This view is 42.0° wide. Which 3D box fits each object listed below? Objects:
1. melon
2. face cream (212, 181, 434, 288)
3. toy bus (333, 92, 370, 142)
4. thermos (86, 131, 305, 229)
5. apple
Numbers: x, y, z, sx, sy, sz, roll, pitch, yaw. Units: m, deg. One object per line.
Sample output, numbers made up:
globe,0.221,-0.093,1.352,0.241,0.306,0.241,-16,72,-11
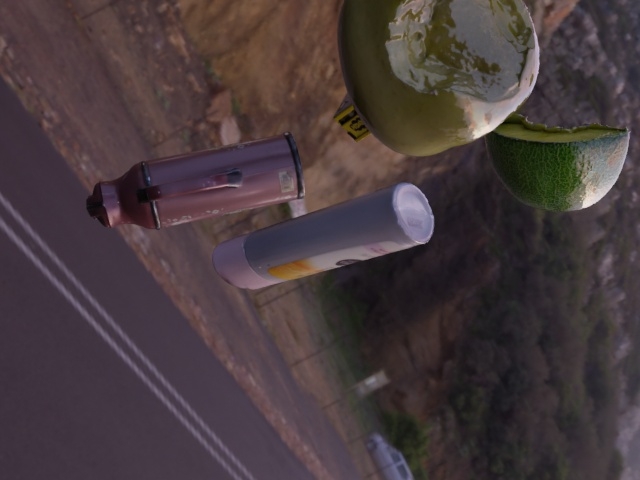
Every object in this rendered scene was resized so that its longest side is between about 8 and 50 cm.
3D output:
melon,0.397,-0.121,1.483,0.265,0.129,0.169,12,-58,37
face cream,0.000,0.000,1.006,0.107,0.269,0.073,17,63,-52
toy bus,0.100,-0.254,1.304,0.074,0.226,0.081,38,-31,-15
thermos,-0.194,-0.077,1.288,0.136,0.330,0.109,-116,-163,-54
apple,0.156,-0.252,1.123,0.279,0.279,0.279,63,0,-1
